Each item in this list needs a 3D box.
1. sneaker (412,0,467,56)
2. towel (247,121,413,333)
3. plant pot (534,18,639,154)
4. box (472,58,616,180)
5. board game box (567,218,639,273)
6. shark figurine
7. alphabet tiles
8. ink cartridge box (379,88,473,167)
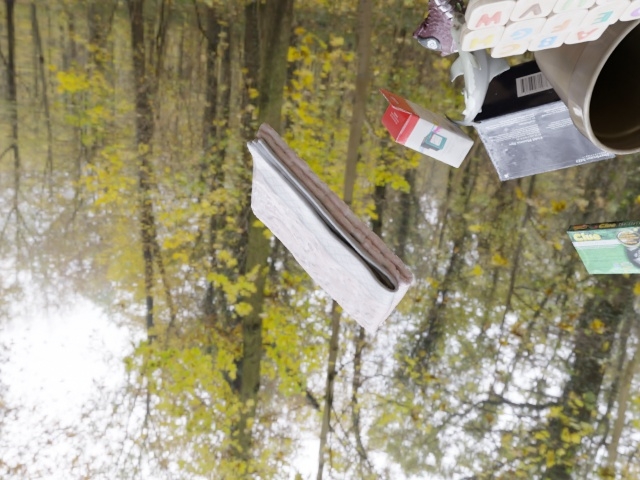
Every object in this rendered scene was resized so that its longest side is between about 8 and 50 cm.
[{"bbox_3d":[0.291,-0.609,1.610,0.162,0.281,0.106,-14,-154,47],"label":"sneaker"},{"bbox_3d":[0.000,0.000,1.004,0.332,0.053,0.317,47,165,11],"label":"towel"},{"bbox_3d":[0.606,-0.386,1.274,0.322,0.323,0.280,-1,-144,-24],"label":"plant pot"},{"bbox_3d":[0.647,-0.358,1.768,0.343,0.179,0.312,-10,148,27],"label":"box"},{"bbox_3d":[0.682,0.014,1.315,0.259,0.136,0.030,-5,-140,52],"label":"board game box"},{"bbox_3d":[0.356,-0.350,1.339,0.116,0.278,0.166,-16,-142,-7],"label":"shark figurine"},{"bbox_3d":[0.335,-0.314,0.817,0.283,0.021,0.278,-10,173,4],"label":"alphabet tiles"},{"bbox_3d":[0.237,-0.272,1.464,0.230,0.078,0.134,19,-154,-22],"label":"ink cartridge box"}]
